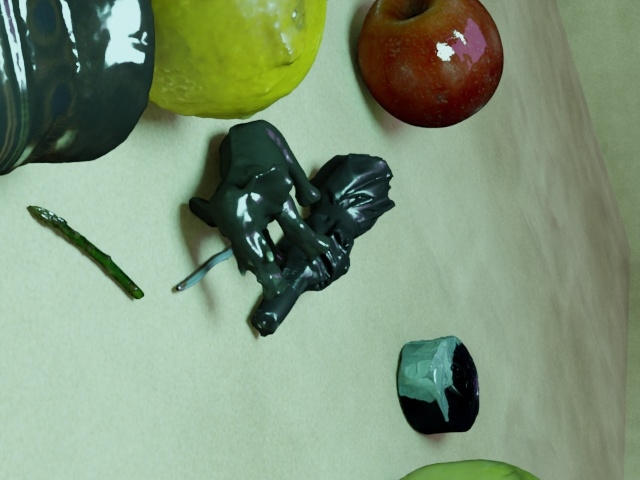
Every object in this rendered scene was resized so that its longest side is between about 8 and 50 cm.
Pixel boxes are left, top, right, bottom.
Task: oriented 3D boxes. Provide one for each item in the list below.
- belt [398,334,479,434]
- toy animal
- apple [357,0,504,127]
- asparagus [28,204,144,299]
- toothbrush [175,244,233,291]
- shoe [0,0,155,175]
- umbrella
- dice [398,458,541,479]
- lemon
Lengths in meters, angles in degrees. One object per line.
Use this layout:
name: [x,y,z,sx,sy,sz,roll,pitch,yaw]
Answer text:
belt: [0.185,0.222,1.649,0.198,0.078,0.151,26,60,-59]
toy animal: [-0.069,-0.036,1.167,0.146,0.114,0.245,55,11,-34]
apple: [0.168,-0.284,1.630,0.218,0.218,0.201,-76,149,-41]
asparagus: [-0.206,0.010,0.962,0.163,0.016,0.016,50,57,-49]
toothbrush: [-0.110,0.022,1.165,0.193,0.013,0.019,-38,124,-63]
shoe: [-0.246,-0.239,0.783,0.237,0.171,0.384,-27,105,-61]
umbrella: [0.000,0.000,1.328,0.340,0.118,0.118,-54,130,-45]
dice: [0.200,0.449,1.410,0.227,0.238,0.233,62,31,-31]
lemon: [-0.108,-0.246,1.021,0.234,0.233,0.288,-69,153,-47]
